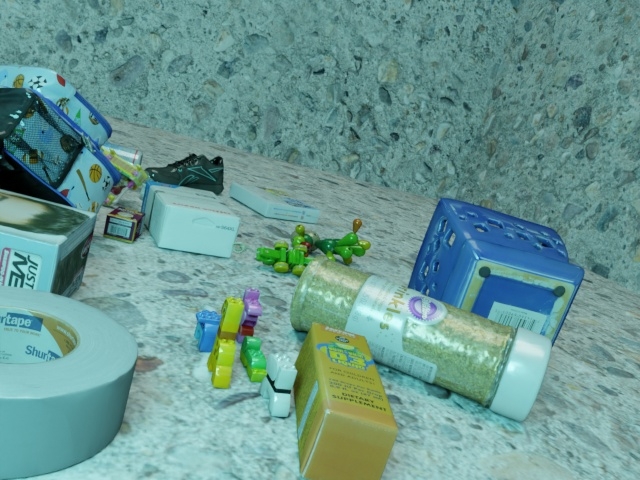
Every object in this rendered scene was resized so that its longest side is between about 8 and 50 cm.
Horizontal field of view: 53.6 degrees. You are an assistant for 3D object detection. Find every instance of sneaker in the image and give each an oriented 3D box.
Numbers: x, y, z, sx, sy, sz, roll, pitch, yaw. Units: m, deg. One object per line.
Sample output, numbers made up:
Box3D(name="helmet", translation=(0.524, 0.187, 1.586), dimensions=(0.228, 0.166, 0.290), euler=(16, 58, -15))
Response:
Box3D(name="sneaker", translation=(-0.369, -0.190, 1.731), dimensions=(0.101, 0.106, 0.267), euler=(26, 16, 33))

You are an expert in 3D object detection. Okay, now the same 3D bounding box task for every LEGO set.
Box3D(name="LEGO set", translation=(-0.472, -0.128, 1.411), dimensions=(0.286, 0.107, 0.132), euler=(21, -23, 40))
Box3D(name="LEGO set", translation=(-0.097, 0.108, 0.763), dimensions=(0.086, 0.093, 0.227), euler=(11, 13, -23))

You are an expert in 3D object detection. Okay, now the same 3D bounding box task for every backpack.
Box3D(name="backpack", translation=(-0.454, -0.136, 0.994), dimensions=(0.276, 0.213, 0.263), euler=(16, -29, 33))

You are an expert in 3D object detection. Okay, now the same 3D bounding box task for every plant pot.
Box3D(name="plant pot", translation=(0.292, 0.087, 1.080), dimensions=(0.235, 0.236, 0.212), euler=(15, 19, -7))

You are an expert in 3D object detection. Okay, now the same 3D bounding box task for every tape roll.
Box3D(name="tape roll", translation=(-0.278, 0.112, 0.556), dimensions=(0.219, 0.072, 0.219), euler=(15, 13, -3))

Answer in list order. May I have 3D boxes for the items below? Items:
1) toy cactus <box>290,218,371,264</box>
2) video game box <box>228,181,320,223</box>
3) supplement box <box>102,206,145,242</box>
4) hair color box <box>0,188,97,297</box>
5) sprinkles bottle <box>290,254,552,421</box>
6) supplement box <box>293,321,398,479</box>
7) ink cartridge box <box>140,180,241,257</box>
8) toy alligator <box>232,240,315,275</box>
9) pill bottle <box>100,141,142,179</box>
Box3D(name="toy cactus", translation=(0.000, 0.000, 1.414), dimensions=(0.218, 0.112, 0.180), euler=(-7, 15, -43))
Box3D(name="video game box", translation=(-0.133, -0.108, 1.813), dimensions=(0.187, 0.048, 0.205), euler=(4, 18, -40))
Box3D(name="supplement box", translation=(-0.357, -0.029, 1.158), dimensions=(0.054, 0.043, 0.083), euler=(14, 12, -7))
Box3D(name="hair color box", translation=(-0.481, -0.012, 0.745), dimensions=(0.374, 0.114, 0.185), euler=(15, 12, -10))
Box3D(name="sprinkles bottle", translation=(0.135, 0.133, 0.902), dimensions=(0.355, 0.121, 0.121), euler=(20, 12, 17))
Box3D(name="supplement box", translation=(0.019, 0.169, 0.687), dimensions=(0.078, 0.080, 0.233), euler=(17, 10, -9))
Box3D(name="ink cartridge box", translation=(-0.263, -0.045, 1.254), dimensions=(0.148, 0.086, 0.203), euler=(10, 14, -27))
Box3D(name="toy alligator", translation=(-0.086, 0.035, 1.228), dimensions=(0.189, 0.056, 0.051), euler=(11, -29, -21))
Box3D(name="pill bottle", translation=(-0.537, -0.203, 1.598), dimensions=(0.160, 0.087, 0.087), euler=(14, 12, -13))
